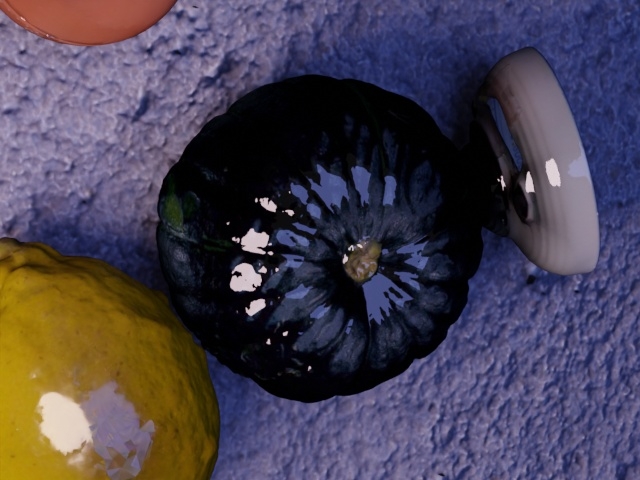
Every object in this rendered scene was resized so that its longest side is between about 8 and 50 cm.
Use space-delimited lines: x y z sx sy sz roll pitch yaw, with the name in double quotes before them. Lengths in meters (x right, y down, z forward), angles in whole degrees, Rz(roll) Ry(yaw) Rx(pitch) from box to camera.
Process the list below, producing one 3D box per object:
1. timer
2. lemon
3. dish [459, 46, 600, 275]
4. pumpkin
"timer" -0.240 -0.312 1.550 0.230 0.215 0.229 -4 98 -31
"lemon" -0.248 0.166 1.592 0.285 0.285 0.316 -31 66 -17
"dish" 0.217 -0.078 1.779 0.134 0.273 0.273 -16 105 -5
"pumpkin" 0.000 0.000 1.678 0.363 0.266 0.363 -7 105 -27
